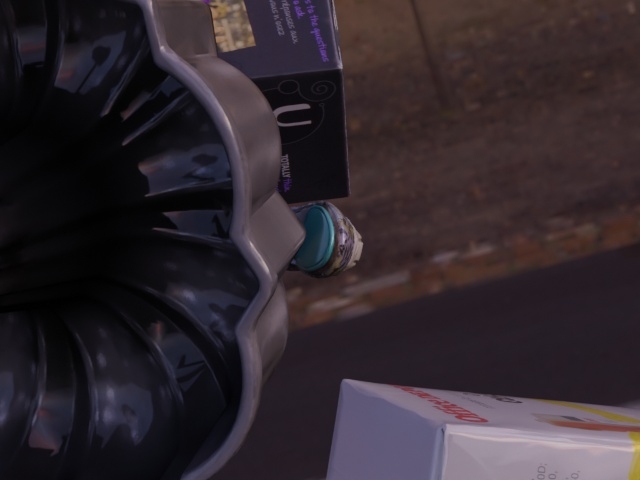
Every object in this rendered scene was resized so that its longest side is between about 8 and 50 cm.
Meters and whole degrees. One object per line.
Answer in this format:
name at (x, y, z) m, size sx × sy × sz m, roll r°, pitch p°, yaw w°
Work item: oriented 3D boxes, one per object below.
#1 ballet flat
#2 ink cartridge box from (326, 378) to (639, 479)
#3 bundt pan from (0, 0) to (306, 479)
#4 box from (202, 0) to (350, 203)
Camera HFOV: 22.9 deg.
ballet flat at (0.000, 0.000, 0.828) m, size 0.041 × 0.041 × 0.114 m, roll -21°, pitch 12°, yaw -20°
ink cartridge box at (0.218, 0.212, 1.209) m, size 0.385 × 0.160 × 0.279 m, roll 6°, pitch 0°, yaw -14°
bundt pan at (-0.153, -0.006, 0.747) m, size 0.331 × 0.331 × 0.124 m, roll -12°, pitch 11°, yaw 24°
box at (-0.120, -0.117, 1.207) m, size 0.270 × 0.143 × 0.165 m, roll -6°, pitch -33°, yaw -1°
